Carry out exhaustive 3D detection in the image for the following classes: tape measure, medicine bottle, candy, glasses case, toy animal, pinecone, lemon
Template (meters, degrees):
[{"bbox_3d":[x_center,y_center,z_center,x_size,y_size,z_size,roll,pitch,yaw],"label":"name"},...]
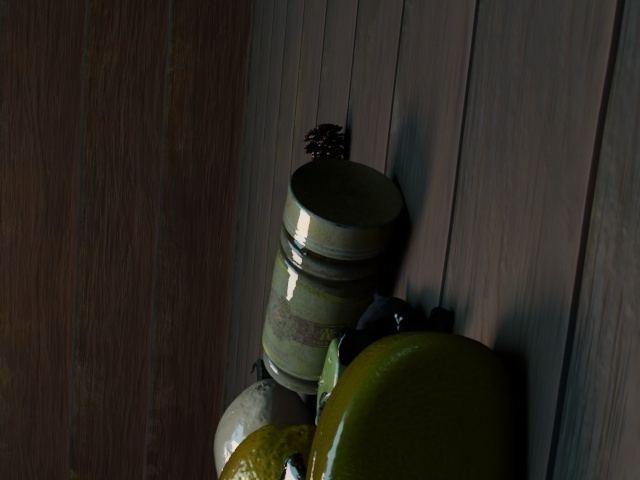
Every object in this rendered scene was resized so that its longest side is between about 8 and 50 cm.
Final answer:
[{"bbox_3d":[0.039,0.233,1.142,0.178,0.087,0.154,101,162,-44],"label":"tape measure"},{"bbox_3d":[0.007,0.059,1.179,0.151,0.151,0.323,-100,17,-49],"label":"medicine bottle"},{"bbox_3d":[-0.106,0.394,1.572,0.295,0.185,0.296,-179,90,-79],"label":"candy"},{"bbox_3d":[0.071,0.266,0.748,0.141,0.173,0.371,145,127,-81],"label":"glasses case"},{"bbox_3d":[0.064,0.120,0.976,0.210,0.117,0.121,-148,55,-75],"label":"toy animal"},{"bbox_3d":[0.012,-0.158,1.433,0.083,0.077,0.077,64,160,15],"label":"pinecone"},{"bbox_3d":[-0.064,0.400,1.335,0.204,0.204,0.260,-110,40,-64],"label":"lemon"}]

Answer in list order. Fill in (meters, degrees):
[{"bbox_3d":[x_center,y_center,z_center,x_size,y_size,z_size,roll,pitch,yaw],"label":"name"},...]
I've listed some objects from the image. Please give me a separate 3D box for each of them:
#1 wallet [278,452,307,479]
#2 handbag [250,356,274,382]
[{"bbox_3d":[0.026,0.417,0.973,0.317,0.044,0.169,51,140,37],"label":"wallet"},{"bbox_3d":[-0.115,0.431,1.866,0.238,0.089,0.327,120,151,-69],"label":"handbag"}]
